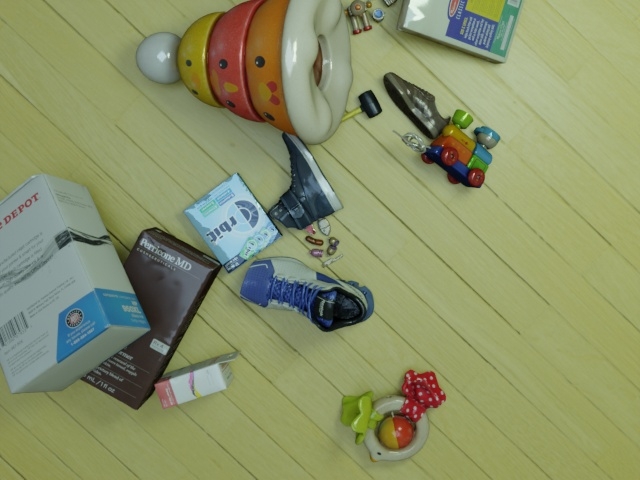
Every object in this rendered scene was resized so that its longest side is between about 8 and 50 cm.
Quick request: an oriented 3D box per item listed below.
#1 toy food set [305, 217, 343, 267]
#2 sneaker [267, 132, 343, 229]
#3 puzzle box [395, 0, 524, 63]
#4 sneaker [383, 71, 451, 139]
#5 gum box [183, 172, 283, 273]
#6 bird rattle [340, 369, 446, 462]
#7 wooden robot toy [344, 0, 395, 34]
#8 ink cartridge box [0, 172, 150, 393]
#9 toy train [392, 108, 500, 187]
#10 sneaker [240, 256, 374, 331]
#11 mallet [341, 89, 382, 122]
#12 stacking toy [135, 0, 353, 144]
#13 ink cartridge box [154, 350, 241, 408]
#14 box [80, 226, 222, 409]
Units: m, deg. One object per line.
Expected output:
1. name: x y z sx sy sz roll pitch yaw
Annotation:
1. toy food set: 0.000 0.000 1.920 0.078 0.019 0.122 -30 93 4
2. sneaker: -0.071 -0.133 1.879 0.163 0.086 0.226 -30 92 4
3. puzzle box: 0.344 -0.627 1.798 0.272 0.052 0.409 14 95 -20
4. sneaker: 0.223 -0.323 1.873 0.071 0.066 0.188 -42 98 -12
5. gum box: -0.206 -0.041 1.912 0.157 0.041 0.184 -35 94 4
6. bird rattle: 0.179 0.420 1.923 0.253 0.143 0.207 -15 106 -10
7. wooden robot toy: 0.096 -0.519 1.844 0.173 0.079 0.076 -19 94 4
8. ink cartridge box: -0.594 0.095 1.788 0.285 0.166 0.395 -34 71 15
9. toy train: 0.290 -0.235 1.822 0.248 0.105 0.143 34 83 -24
10. sneaker: -0.025 0.122 1.850 0.315 0.182 0.127 14 94 1
11. mallet: 0.047 -0.292 1.889 0.190 0.039 0.062 -20 94 7
12. stacking toy: -0.192 -0.391 1.795 0.480 0.350 0.350 4 95 20
13. ink cartridge box: -0.276 0.325 1.908 0.198 0.115 0.067 -19 93 4
14. box: -0.405 0.179 1.890 0.191 0.143 0.381 28 93 0
